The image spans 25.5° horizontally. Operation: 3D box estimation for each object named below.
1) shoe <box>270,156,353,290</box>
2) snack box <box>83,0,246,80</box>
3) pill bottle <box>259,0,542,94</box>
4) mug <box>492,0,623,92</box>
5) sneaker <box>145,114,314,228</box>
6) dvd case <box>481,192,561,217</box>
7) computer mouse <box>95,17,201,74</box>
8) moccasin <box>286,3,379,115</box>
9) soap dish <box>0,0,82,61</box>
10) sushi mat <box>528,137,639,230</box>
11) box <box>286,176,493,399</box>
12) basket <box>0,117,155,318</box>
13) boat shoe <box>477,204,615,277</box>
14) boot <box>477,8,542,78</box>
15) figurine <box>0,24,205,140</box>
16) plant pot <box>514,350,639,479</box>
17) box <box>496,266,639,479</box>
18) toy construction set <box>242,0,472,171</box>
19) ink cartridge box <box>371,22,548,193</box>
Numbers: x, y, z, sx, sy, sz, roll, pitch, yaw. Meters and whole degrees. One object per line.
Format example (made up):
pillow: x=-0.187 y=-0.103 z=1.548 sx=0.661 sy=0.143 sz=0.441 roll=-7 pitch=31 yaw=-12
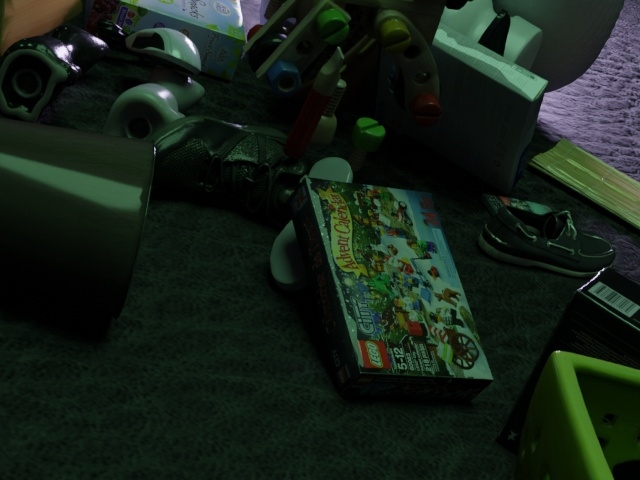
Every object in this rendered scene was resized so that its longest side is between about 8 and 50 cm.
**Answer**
shoe: x=0.000 y=0.000 z=1.528 sx=0.064 sy=0.081 sz=0.178 roll=6 pitch=52 yaw=19
snack box: x=-0.211 y=-0.306 z=1.914 sx=0.207 sy=0.070 sz=0.174 roll=17 pitch=27 yaw=-17
pill bottle: x=0.114 y=-0.304 z=2.012 sx=0.363 sy=0.210 sz=0.210 roll=30 pitch=27 yaw=12
mug: x=0.292 y=-0.434 z=2.137 sx=0.374 sy=0.276 sz=0.328 roll=41 pitch=-11 yaw=10
sneaker: x=-0.090 y=-0.075 z=1.566 sx=0.228 sy=0.087 sz=0.130 roll=2 pitch=27 yaw=-46
dvd case: x=0.277 y=-0.026 z=1.847 sx=0.120 sy=0.013 sz=0.087 roll=8 pitch=31 yaw=-26
computer mouse: x=-0.199 y=-0.240 z=1.741 sx=0.106 sy=0.042 sz=0.193 roll=25 pitch=-2 yaw=-36
moccasin: x=0.062 y=-0.341 z=1.837 sx=0.139 sy=0.380 sz=0.147 roll=43 pitch=11 yaw=21
soap dish: x=-0.456 y=-0.332 z=1.715 sx=0.291 sy=0.118 sz=0.229 roll=25 pitch=27 yaw=6
sushi mat: x=0.454 y=-0.050 z=2.023 sx=0.317 sy=0.019 sz=0.151 roll=33 pitch=27 yaw=18
box: x=0.068 y=0.048 z=1.427 sx=0.159 sy=0.044 sz=0.233 roll=6 pitch=52 yaw=-31
basket: x=-0.278 y=-0.036 z=1.286 sx=0.227 sy=0.154 sz=0.204 roll=13 pitch=30 yaw=-12
boat shoe: x=0.294 y=-0.003 z=1.760 sx=0.206 sy=0.065 sz=0.075 roll=7 pitch=31 yaw=-29
boot: x=0.246 y=-0.231 z=1.868 sx=0.099 sy=0.121 sz=0.045 roll=32 pitch=-1 yaw=1
figurine: x=-0.245 y=-0.183 z=1.652 sx=0.215 sy=0.092 sz=0.209 roll=23 pitch=23 yaw=-2
plant pot: x=0.259 y=0.250 z=1.113 sx=0.228 sy=0.207 sz=0.227 roll=17 pitch=28 yaw=-13
box: x=0.326 y=0.175 z=1.330 sx=0.261 sy=0.184 sz=0.103 roll=33 pitch=26 yaw=19
toy construction set: x=0.054 y=-0.249 z=1.615 sx=0.258 sy=0.237 sz=0.309 roll=25 pitch=34 yaw=-4
ink cartridge box: x=0.176 y=-0.183 z=1.849 sx=0.224 sy=0.223 sz=0.045 roll=31 pitch=64 yaw=14
